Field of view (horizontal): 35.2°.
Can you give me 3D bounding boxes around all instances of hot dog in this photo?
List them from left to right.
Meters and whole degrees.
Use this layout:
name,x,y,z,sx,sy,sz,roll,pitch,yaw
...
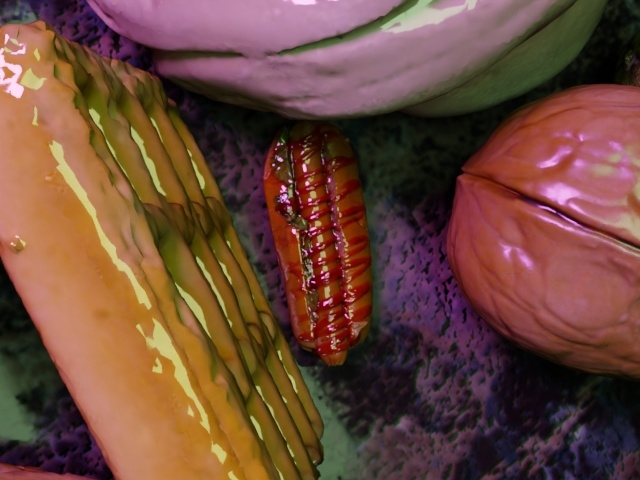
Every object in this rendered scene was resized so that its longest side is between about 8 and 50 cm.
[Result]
name,x,y,z,sx,sy,sz,roll,pitch,yaw
hot dog,0.001,0.000,0.582,0.062,0.038,0.144,-6,85,-21

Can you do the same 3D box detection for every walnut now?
name,x,y,z,sx,sy,sz,roll,pitch,yaw
walnut,0.172,-0.004,0.583,0.207,0.167,0.167,17,77,-15

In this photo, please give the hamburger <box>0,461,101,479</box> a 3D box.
name,x,y,z,sx,sy,sz,roll,pitch,yaw
hamburger,-0.147,0.233,0.405,0.259,0.144,0.283,13,88,-51

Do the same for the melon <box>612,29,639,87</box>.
name,x,y,z,sx,sy,sz,roll,pitch,yaw
melon,0.266,-0.092,0.661,0.162,0.099,0.099,16,77,-20

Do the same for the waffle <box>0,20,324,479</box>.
name,x,y,z,sx,sy,sz,roll,pitch,yaw
waffle,-0.067,0.025,0.454,0.055,0.248,0.221,-25,92,3

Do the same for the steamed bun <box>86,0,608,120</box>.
name,x,y,z,sx,sy,sz,roll,pitch,yaw
steamed bun,0.028,-0.253,0.515,0.342,0.255,0.368,-16,86,-20
